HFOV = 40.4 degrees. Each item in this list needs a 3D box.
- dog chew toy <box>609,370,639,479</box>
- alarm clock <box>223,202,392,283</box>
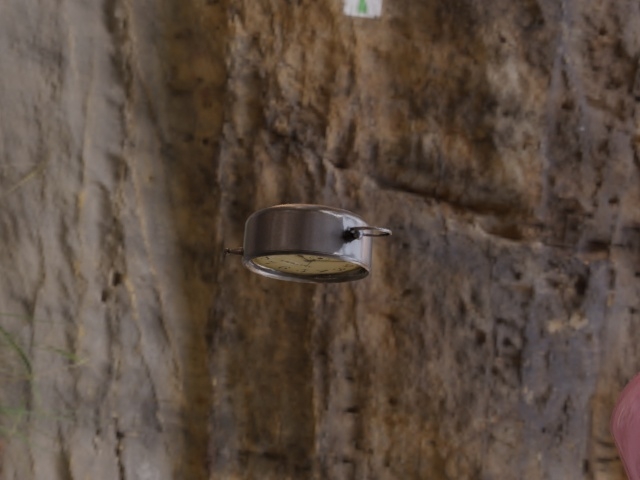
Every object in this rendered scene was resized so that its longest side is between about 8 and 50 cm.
[{"bbox_3d":[0.465,0.182,0.853,0.206,0.332,0.206,-22,90,-78],"label":"dog chew toy"},{"bbox_3d":[0.000,0.000,0.858,0.192,0.129,0.064,-10,-110,51],"label":"alarm clock"}]
